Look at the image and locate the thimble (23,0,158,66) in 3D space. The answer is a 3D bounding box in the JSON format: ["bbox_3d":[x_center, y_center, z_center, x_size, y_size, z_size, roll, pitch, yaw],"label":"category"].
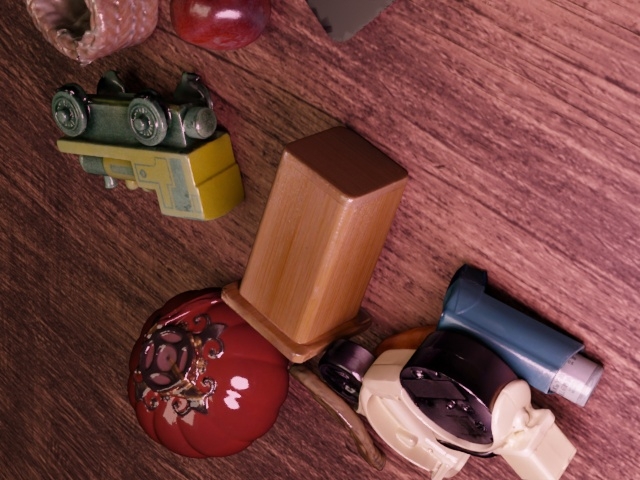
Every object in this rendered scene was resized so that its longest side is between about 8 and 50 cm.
[{"bbox_3d":[-0.399,-0.420,2.105,0.229,0.148,0.196,40,135,23],"label":"thimble"}]

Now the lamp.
[{"bbox_3d":[-0.197,0.231,2.141,0.303,0.257,0.303,-10,69,29],"label":"lamp"}]

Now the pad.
[{"bbox_3d":[-0.025,-0.384,1.788,0.250,0.055,0.323,58,140,7],"label":"pad"}]

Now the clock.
[{"bbox_3d":[0.173,0.249,1.787,0.276,0.120,0.379,48,155,-16],"label":"clock"}]

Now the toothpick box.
[{"bbox_3d":[0.000,0.000,1.879,0.187,0.190,0.308,40,130,27],"label":"toothpick box"}]

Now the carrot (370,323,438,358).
[{"bbox_3d":[0.141,0.172,1.900,0.205,0.072,0.072,-16,98,56],"label":"carrot"}]

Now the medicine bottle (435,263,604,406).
[{"bbox_3d":[0.274,0.136,1.713,0.258,0.124,0.079,30,124,19],"label":"medicine bottle"}]

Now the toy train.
[{"bbox_3d":[-0.317,-0.170,2.133,0.369,0.150,0.237,9,120,37],"label":"toy train"}]

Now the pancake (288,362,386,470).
[{"bbox_3d":[0.034,0.287,2.014,0.236,0.042,0.222,53,170,-27],"label":"pancake"}]

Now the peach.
[{"bbox_3d":[-0.147,-0.367,1.870,0.152,0.152,0.152,24,127,38],"label":"peach"}]
